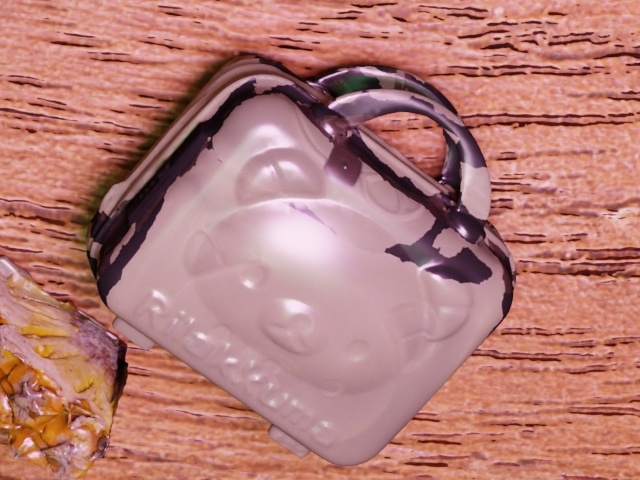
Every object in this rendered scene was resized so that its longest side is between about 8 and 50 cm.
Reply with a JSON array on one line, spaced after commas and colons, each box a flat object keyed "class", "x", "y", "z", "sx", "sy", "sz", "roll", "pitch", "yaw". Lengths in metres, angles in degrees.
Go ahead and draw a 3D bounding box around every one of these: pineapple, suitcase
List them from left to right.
[{"class": "pineapple", "x": -0.262, "y": 0.125, "z": 1.781, "sx": 0.236, "sy": 0.186, "sz": 0.114, "roll": 50, "pitch": 120, "yaw": 18}, {"class": "suitcase", "x": 0.000, "y": 0.000, "z": 1.705, "sx": 0.351, "sy": 0.194, "sz": 0.339, "roll": 37, "pitch": 106, "yaw": -19}]
